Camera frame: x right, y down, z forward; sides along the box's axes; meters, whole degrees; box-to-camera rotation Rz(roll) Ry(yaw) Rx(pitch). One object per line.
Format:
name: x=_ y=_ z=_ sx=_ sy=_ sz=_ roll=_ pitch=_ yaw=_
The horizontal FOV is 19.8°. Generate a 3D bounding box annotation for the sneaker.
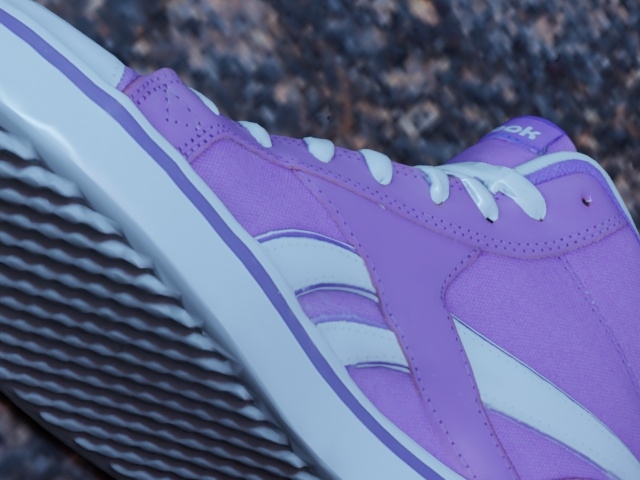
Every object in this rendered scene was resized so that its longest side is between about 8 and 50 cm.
sneaker: x=-0.001 y=0.000 z=0.521 sx=0.282 sy=0.102 sz=0.161 roll=46 pitch=54 yaw=-28
